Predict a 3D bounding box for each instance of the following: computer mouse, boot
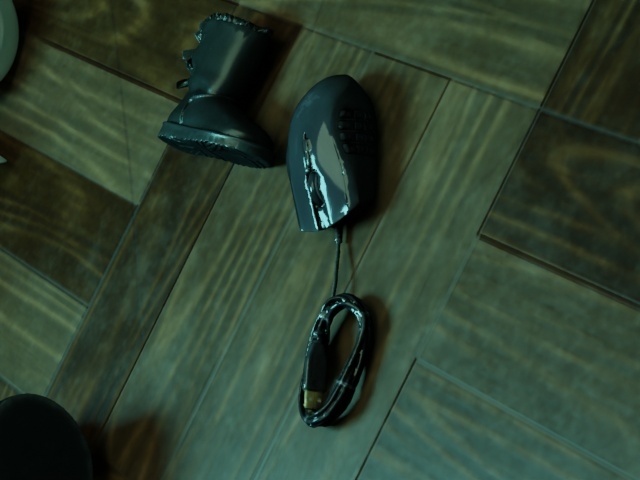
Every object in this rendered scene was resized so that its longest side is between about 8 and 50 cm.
[{"bbox_3d":[0.000,0.000,1.127,0.071,0.041,0.242,-21,56,38],"label":"computer mouse"},{"bbox_3d":[-0.060,-0.106,1.246,0.121,0.045,0.099,15,78,50],"label":"boot"}]

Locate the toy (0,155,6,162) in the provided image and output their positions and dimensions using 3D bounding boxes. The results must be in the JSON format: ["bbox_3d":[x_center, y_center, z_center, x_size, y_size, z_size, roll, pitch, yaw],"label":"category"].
[{"bbox_3d":[-0.392,-0.065,1.442,0.137,0.237,0.056,32,120,47],"label":"toy"}]

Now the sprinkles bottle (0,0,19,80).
[{"bbox_3d":[-0.418,-0.168,1.598,0.355,0.121,0.121,-5,67,46],"label":"sprinkles bottle"}]

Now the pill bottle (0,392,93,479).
[{"bbox_3d":[-0.266,0.184,1.252,0.219,0.123,0.123,-25,53,36],"label":"pill bottle"}]
